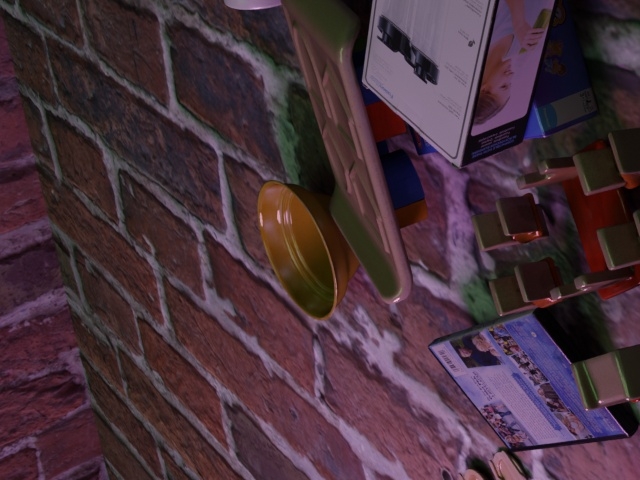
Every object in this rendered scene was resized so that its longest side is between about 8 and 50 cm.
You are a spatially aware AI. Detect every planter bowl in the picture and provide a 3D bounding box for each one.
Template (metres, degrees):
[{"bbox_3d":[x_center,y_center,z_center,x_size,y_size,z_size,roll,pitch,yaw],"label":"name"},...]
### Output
[{"bbox_3d":[0.000,0.000,1.675,0.217,0.090,0.217,47,149,39],"label":"planter bowl"}]

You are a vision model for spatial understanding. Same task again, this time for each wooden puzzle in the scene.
[{"bbox_3d":[0.046,-0.142,1.401,0.322,0.080,0.348,-120,15,-62],"label":"wooden puzzle"}]

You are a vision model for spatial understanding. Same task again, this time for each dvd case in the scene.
[{"bbox_3d":[0.246,0.172,1.378,0.180,0.022,0.253,51,153,-4],"label":"dvd case"}]

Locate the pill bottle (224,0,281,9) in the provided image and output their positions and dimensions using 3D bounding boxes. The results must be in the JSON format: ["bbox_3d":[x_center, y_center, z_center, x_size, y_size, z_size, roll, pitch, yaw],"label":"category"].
[{"bbox_3d":[-0.092,-0.417,1.500,0.119,0.119,0.208,32,137,49],"label":"pill bottle"}]

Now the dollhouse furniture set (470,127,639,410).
[{"bbox_3d":[0.299,0.030,1.151,0.262,0.135,0.259,-37,65,62],"label":"dollhouse furniture set"}]

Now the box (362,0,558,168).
[{"bbox_3d":[0.134,-0.234,1.082,0.169,0.087,0.290,46,145,35],"label":"box"}]

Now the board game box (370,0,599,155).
[{"bbox_3d":[0.144,-0.274,1.217,0.233,0.078,0.347,-1,109,62],"label":"board game box"}]

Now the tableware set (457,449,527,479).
[{"bbox_3d":[0.251,0.362,1.565,0.141,0.020,0.168,62,153,10],"label":"tableware set"}]
